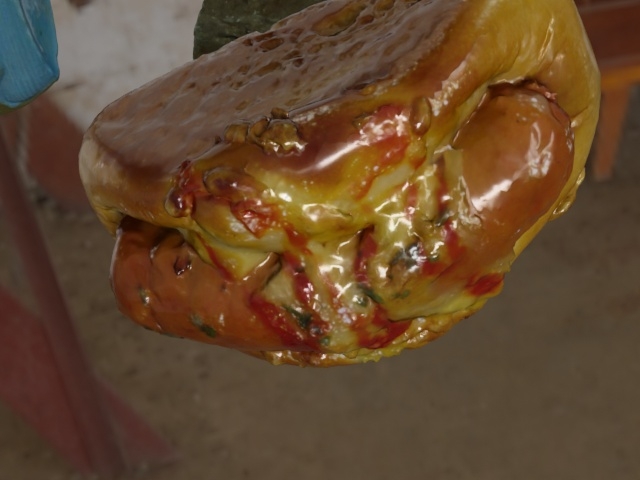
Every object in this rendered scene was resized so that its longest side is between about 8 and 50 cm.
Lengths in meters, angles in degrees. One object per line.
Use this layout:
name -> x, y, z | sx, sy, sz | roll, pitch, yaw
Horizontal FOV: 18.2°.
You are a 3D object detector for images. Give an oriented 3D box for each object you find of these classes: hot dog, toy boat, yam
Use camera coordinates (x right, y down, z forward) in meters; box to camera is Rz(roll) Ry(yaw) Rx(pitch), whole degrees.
hot dog -> 0.009, -0.028, 0.933 | 0.256, 0.150, 0.153 | -22, 35, 17
toy boat -> -0.249, -0.176, 1.488 | 0.077, 0.185, 0.075 | -6, 35, 13
yam -> 0.008, -0.130, 1.212 | 0.179, 0.078, 0.078 | 10, 37, 19
